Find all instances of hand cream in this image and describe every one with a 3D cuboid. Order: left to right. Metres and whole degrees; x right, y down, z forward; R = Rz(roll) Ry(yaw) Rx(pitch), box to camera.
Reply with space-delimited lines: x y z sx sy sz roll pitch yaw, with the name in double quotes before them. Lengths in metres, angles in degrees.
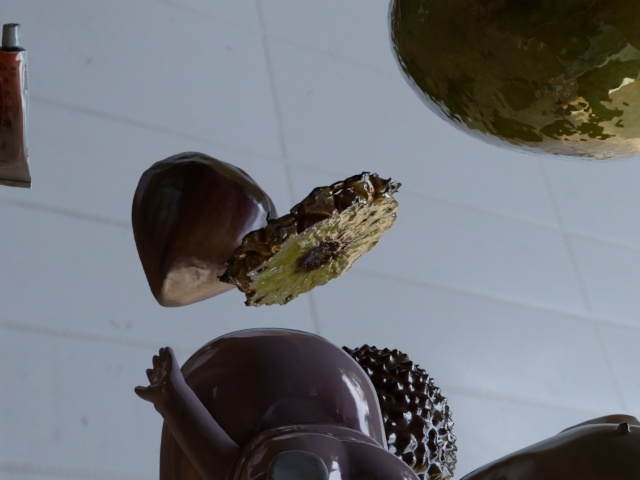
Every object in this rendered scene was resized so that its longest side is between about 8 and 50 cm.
"hand cream" -0.406 -0.175 1.563 0.052 0.216 0.038 16 19 35

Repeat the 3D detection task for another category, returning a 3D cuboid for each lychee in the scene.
"lychee" 0.031 0.258 1.457 0.267 0.267 0.267 22 44 -22

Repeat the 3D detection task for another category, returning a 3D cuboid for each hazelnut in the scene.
"hazelnut" -0.161 -0.008 1.565 0.208 0.208 0.208 22 44 -22

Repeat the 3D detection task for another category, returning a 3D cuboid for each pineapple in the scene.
"pineapple" 0.000 0.000 1.224 0.221 0.221 0.047 -14 66 -45

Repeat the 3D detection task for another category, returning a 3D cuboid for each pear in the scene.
"pear" 0.245 -0.232 1.057 0.351 0.413 0.352 4 82 -29

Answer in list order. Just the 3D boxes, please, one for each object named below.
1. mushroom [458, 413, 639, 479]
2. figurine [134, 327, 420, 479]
"mushroom" 0.232 0.261 0.931 0.292 0.292 0.290 46 28 4
"figurine" -0.021 0.158 0.715 0.176 0.186 0.287 5 7 -23
